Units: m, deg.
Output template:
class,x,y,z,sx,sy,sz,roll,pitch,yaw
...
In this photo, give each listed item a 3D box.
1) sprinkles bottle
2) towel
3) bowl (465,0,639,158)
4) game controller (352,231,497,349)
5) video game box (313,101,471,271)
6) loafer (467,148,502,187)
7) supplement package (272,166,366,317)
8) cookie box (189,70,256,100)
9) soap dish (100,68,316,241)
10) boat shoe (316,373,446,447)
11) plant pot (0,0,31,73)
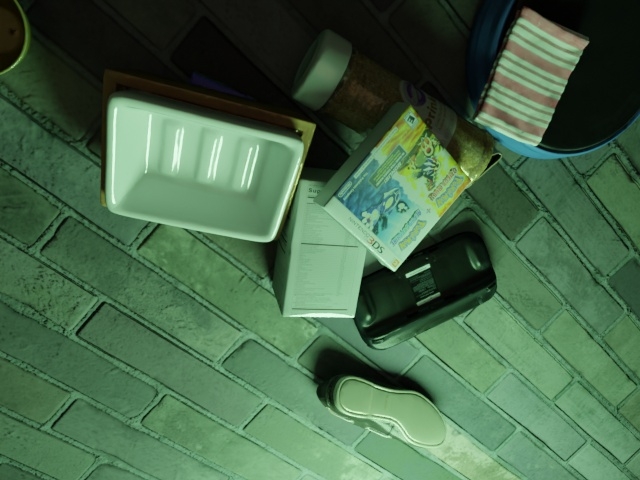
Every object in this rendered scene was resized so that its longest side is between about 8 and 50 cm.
class,x,y,z,sx,sy,sz,roll,pitch,yaw
sprinkles bottle,0.128,-0.215,0.796,0.356,0.121,0.121,24,102,-20
towel,0.360,-0.276,0.796,0.144,0.029,0.196,15,105,-17
bowl,0.466,-0.342,0.855,0.392,0.077,0.390,-4,110,-12
game controller,0.217,0.106,0.972,0.320,0.067,0.166,-24,98,-4
video game box,0.120,-0.080,0.743,0.187,0.048,0.205,40,90,-33
loafer,0.299,-0.137,0.907,0.125,0.039,0.045,-41,114,3
supplement package,0.000,0.000,0.833,0.139,0.134,0.243,4,108,-16
cookie box,-0.174,-0.215,0.767,0.107,0.040,0.091,20,105,-20
soap dish,-0.179,-0.128,0.719,0.291,0.118,0.228,12,129,-13
boat shoe,0.141,0.376,1.037,0.335,0.096,0.112,29,65,-24
plant pot,-0.464,-0.296,0.641,0.134,0.095,0.134,-4,110,-11
